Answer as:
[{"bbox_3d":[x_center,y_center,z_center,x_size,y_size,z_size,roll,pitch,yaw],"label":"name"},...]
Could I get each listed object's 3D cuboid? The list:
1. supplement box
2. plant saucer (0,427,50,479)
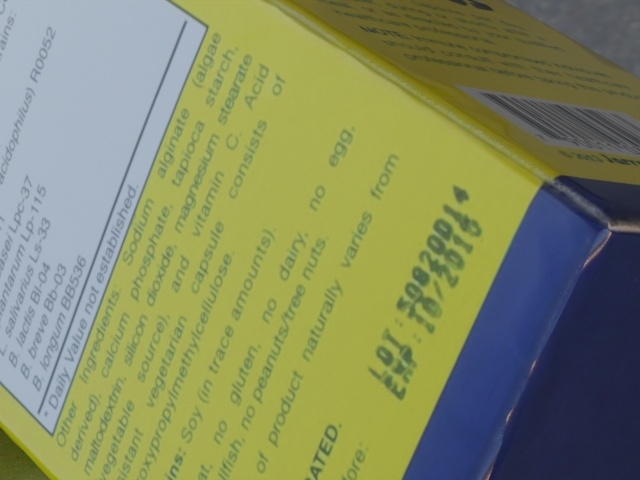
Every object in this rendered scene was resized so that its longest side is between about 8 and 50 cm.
[{"bbox_3d":[0.000,0.000,0.706,0.356,0.195,0.194,38,113,39],"label":"supplement box"},{"bbox_3d":[-0.130,0.188,0.716,0.037,0.241,0.241,166,89,-73],"label":"plant saucer"}]
